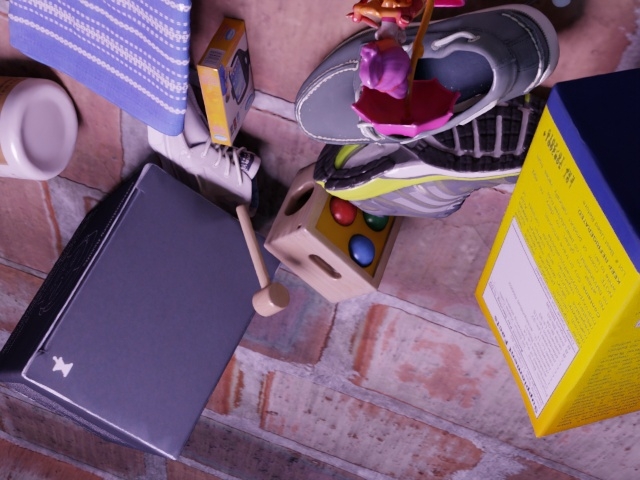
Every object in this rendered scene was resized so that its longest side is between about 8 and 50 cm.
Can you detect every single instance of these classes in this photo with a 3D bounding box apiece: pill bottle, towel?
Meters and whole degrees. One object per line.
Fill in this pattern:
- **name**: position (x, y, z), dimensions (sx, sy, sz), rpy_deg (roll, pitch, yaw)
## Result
- **pill bottle**: position (-0.450, -0.152, 1.252), dimensions (0.229, 0.131, 0.131), rpy_deg (6, 143, 23)
- **towel**: position (-0.230, -0.263, 0.935), dimensions (0.243, 0.040, 0.336), rpy_deg (32, 147, 12)

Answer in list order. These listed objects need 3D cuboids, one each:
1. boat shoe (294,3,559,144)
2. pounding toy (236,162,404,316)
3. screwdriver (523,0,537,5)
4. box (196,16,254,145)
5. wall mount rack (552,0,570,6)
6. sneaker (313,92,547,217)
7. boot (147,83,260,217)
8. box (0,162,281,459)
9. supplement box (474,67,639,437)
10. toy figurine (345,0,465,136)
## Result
- **boat shoe**: position (0.075, -0.152, 0.937), dimensions (0.319, 0.099, 0.116), rpy_deg (-9, 111, 44)
- **pounding toy**: position (-0.008, -0.001, 1.137), dimensions (0.181, 0.206, 0.094), rpy_deg (41, 142, -25)
- **screwdriver**: position (0.153, -0.200, 0.939), dimensions (0.170, 0.024, 0.025), rpy_deg (-23, 156, 39)
- **box**: position (-0.103, -0.172, 1.067), dimensions (0.028, 0.081, 0.136), rpy_deg (12, 146, 14)
- **wall mount rack**: position (0.088, -0.294, 0.757), dimensions (0.350, 0.131, 0.304), rpy_deg (11, -178, 19)
- **sneaker**: position (0.143, -0.086, 1.045), dimensions (0.300, 0.111, 0.121), rpy_deg (-4, 153, 38)
- **boot**: position (-0.133, -0.116, 1.170), dimensions (0.123, 0.095, 0.258), rpy_deg (11, 154, 7)
- **box**: position (-0.262, 0.104, 1.276), dimensions (0.212, 0.294, 0.395), rpy_deg (34, 161, -16)
- **supplement box**: position (0.305, 0.019, 0.931), dimensions (0.195, 0.194, 0.357), rpy_deg (-11, 148, -12)
- **toy figurine**: position (0.065, -0.159, 0.713), dimensions (0.130, 0.159, 0.173), rpy_deg (10, 179, 31)
